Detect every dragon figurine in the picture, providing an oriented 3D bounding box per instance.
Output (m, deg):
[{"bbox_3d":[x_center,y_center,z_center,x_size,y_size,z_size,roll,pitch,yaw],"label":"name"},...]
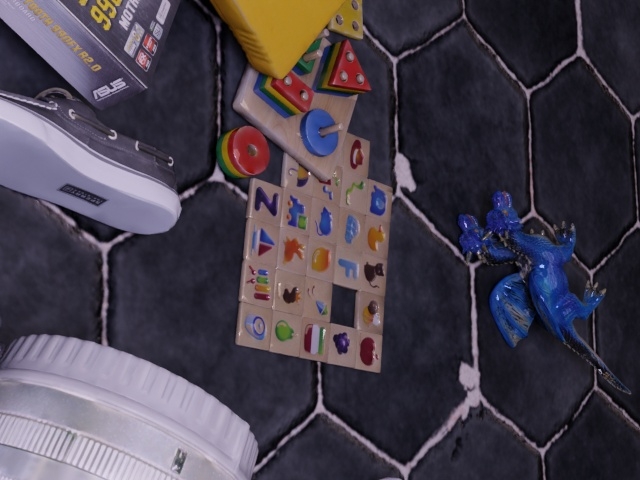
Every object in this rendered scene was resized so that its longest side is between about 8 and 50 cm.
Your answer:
[{"bbox_3d":[0.251,0.070,1.391,0.144,0.085,0.289,-30,102,-43],"label":"dragon figurine"}]

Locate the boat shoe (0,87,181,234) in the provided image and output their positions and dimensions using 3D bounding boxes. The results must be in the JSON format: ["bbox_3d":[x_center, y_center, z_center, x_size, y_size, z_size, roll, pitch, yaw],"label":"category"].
[{"bbox_3d":[-0.198,-0.078,0.951,0.228,0.080,0.076,25,53,-40],"label":"boat shoe"}]

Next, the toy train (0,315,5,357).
[{"bbox_3d":[-0.318,0.136,0.699,0.190,0.142,0.334,21,62,-2],"label":"toy train"}]

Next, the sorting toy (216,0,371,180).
[{"bbox_3d":[-0.005,-0.157,1.174,0.132,0.046,0.274,38,56,-35],"label":"sorting toy"}]

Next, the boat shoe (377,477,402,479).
[{"bbox_3d":[0.035,0.368,1.119,0.102,0.108,0.301,52,44,-26],"label":"boat shoe"}]

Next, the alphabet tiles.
[{"bbox_3d":[0.000,0.000,1.195,0.198,0.009,0.237,17,72,-44],"label":"alphabet tiles"}]

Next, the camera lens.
[{"bbox_3d":[-0.181,0.230,0.818,0.219,0.219,0.274,42,56,-35],"label":"camera lens"}]

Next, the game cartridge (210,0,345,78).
[{"bbox_3d":[-0.022,-0.337,1.013,0.285,0.052,0.324,-53,148,-14],"label":"game cartridge"}]

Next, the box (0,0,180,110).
[{"bbox_3d":[-0.186,-0.246,0.959,0.183,0.056,0.231,46,39,-33],"label":"box"}]
